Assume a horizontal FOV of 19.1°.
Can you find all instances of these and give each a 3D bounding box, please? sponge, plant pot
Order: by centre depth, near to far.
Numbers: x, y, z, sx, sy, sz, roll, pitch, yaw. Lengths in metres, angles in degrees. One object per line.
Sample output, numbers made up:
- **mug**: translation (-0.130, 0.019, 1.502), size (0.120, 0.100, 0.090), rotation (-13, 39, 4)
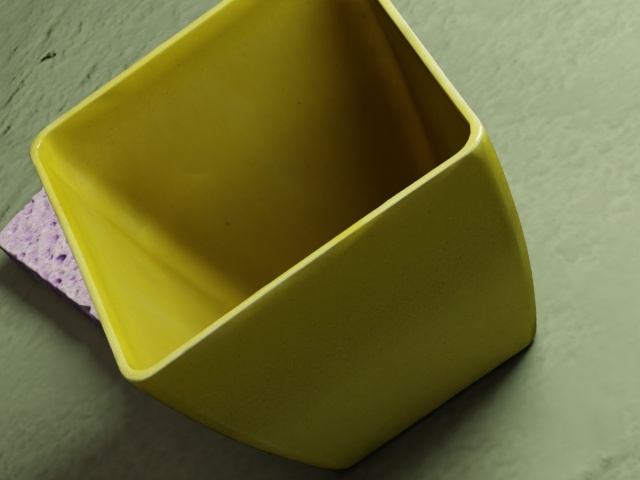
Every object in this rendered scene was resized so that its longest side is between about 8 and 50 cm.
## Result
- **plant pot**: translation (0.000, 0.000, 1.044), size (0.212, 0.187, 0.212), rotation (-35, 43, 5)
- **sponge**: translation (-0.118, 0.002, 1.234), size (0.117, 0.031, 0.210), rotation (-49, 45, -10)
